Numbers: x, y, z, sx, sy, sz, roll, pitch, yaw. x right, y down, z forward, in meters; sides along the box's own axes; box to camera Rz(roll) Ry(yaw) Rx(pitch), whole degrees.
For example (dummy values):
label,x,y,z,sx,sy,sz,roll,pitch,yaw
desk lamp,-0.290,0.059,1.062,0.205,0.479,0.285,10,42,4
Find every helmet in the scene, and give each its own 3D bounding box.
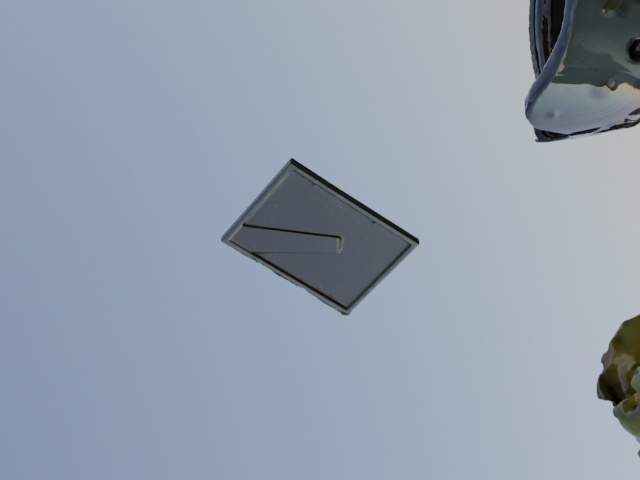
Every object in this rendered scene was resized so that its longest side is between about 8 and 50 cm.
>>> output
label,x,y,z,sx,sy,sz,roll,pitch,yaw
helmet,0.166,-0.132,0.746,0.177,0.107,0.153,-24,-68,-80

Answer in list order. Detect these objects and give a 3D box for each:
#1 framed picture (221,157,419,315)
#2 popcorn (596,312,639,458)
label,x,y,z,sx,sy,sz,roll,pitch,yaw
framed picture,0.000,0.000,1.235,0.149,0.109,0.011,32,-151,-21
popcorn,0.486,0.152,1.463,0.325,0.321,0.290,30,-175,-14
